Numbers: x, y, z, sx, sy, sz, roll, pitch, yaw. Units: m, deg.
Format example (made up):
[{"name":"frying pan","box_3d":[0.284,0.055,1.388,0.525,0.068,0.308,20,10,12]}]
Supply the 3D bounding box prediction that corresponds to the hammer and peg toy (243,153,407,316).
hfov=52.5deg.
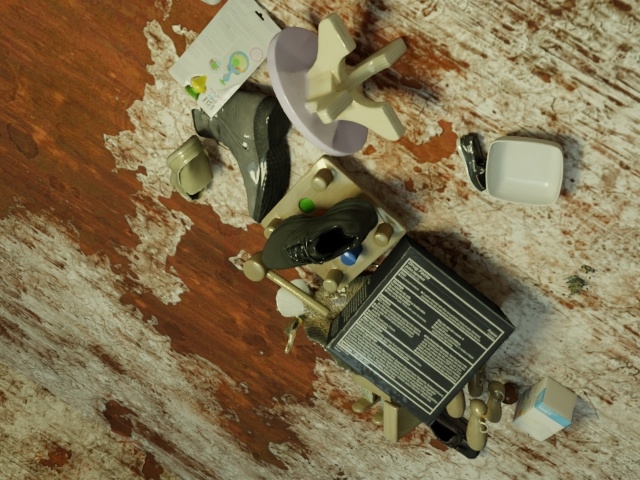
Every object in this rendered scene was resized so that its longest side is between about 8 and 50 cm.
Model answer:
[{"name":"hammer and peg toy","box_3d":[0.000,0.000,1.517,0.266,0.127,0.361,40,124,-6]}]

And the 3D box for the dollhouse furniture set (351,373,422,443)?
[{"name":"dollhouse furniture set","box_3d":[0.157,0.394,1.695,0.242,0.161,0.212,20,122,43]}]

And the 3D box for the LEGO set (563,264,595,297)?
[{"name":"LEGO set","box_3d":[0.551,0.085,1.384,0.054,0.023,0.083,38,123,-7]}]

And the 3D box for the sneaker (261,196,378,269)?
[{"name":"sneaker","box_3d":[-0.020,0.002,1.369,0.286,0.130,0.109,-25,110,31]}]

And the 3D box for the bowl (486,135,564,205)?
[{"name":"bowl","box_3d":[0.397,-0.140,1.254,0.142,0.053,0.142,11,131,23]}]

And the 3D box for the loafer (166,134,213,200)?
[{"name":"loafer","box_3d":[-0.305,-0.170,1.565,0.092,0.102,0.268,44,164,1]}]

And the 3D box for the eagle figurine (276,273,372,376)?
[{"name":"eagle figurine","box_3d":[0.052,0.196,1.660,0.299,0.225,0.226,11,120,37]}]

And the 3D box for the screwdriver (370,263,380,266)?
[{"name":"screwdriver","box_3d":[0.089,0.053,1.633,0.170,0.025,0.024,5,129,16]}]

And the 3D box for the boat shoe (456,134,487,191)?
[{"name":"boat shoe","box_3d":[0.313,-0.155,1.299,0.038,0.046,0.125,-9,113,41]}]

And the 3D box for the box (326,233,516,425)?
[{"name":"box","box_3d":[0.220,0.195,1.470,0.296,0.182,0.294,38,101,-4]}]

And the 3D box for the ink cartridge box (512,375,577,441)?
[{"name":"ink cartridge box","box_3d":[0.552,0.424,1.619,0.090,0.092,0.143,34,136,2]}]

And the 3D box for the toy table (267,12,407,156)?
[{"name":"toy table","box_3d":[0.037,-0.290,1.221,0.274,0.252,0.161,44,153,-27]}]

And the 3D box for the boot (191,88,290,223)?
[{"name":"boot","box_3d":[-0.189,-0.217,1.513,0.223,0.118,0.338,24,129,21]}]

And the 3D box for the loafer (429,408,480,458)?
[{"name":"loafer","box_3d":[0.342,0.524,1.827,0.109,0.095,0.302,-25,111,42]}]

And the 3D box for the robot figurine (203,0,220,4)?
[{"name":"robot figurine","box_3d":[-0.213,-0.569,1.139,0.354,0.199,0.299,26,141,8]}]

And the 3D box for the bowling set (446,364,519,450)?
[{"name":"bowling set","box_3d":[0.399,0.361,1.634,0.287,0.200,0.154,-129,27,-52]}]

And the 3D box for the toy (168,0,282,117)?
[{"name":"toy","box_3d":[-0.192,-0.389,1.359,0.237,0.056,0.137,-42,90,17]}]
